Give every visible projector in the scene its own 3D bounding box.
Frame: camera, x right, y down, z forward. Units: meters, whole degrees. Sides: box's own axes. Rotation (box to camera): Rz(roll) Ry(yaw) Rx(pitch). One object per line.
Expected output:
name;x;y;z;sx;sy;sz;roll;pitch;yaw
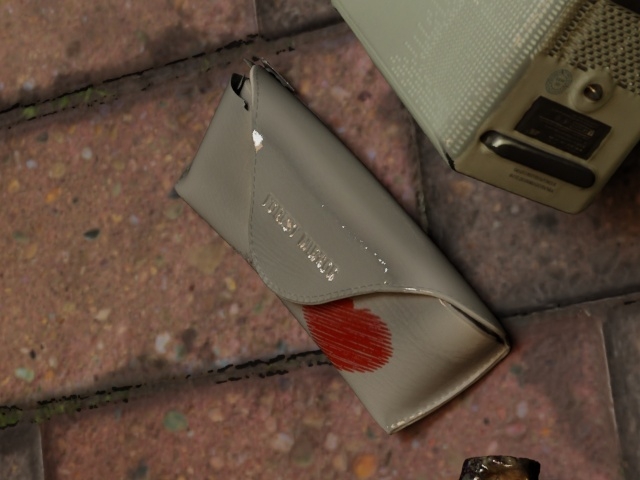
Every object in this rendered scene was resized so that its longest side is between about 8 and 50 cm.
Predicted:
projector;0.130;-0.161;1.278;0.177;0.163;0.242;-53;43;23

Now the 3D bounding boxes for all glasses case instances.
glasses case;-0.001;0.002;1.407;0.128;0.083;0.308;-50;63;16

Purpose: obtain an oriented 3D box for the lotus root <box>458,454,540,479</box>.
lotus root;0.121;0.274;1.271;0.154;0.140;0.257;7;75;-11
